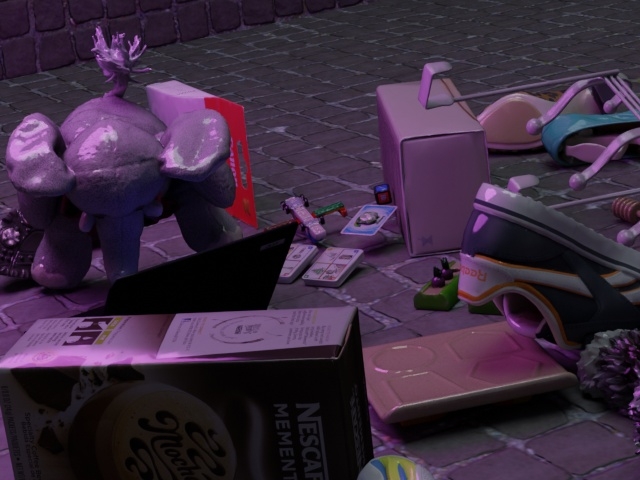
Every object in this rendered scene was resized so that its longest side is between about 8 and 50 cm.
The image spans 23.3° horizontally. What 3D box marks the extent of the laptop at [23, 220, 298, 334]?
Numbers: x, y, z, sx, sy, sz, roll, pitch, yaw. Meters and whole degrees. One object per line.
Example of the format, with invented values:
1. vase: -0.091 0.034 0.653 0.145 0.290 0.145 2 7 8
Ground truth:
1. laptop: -0.185 0.048 1.747 0.234 0.136 0.264 -18 21 -31

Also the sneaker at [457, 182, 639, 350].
1. sneaker: 0.265 0.052 1.568 0.321 0.127 0.126 21 0 -28

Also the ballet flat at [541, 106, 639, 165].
1. ballet flat: 0.442 -0.143 2.224 0.247 0.083 0.087 -5 42 6

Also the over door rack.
1. over door rack: 0.289 -0.103 1.843 0.324 0.108 0.239 -2 41 -31

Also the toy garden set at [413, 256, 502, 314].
1. toy garden set: 0.256 0.028 1.789 0.244 0.049 0.204 3 20 27

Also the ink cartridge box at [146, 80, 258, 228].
1. ink cartridge box: -0.168 -0.118 2.176 0.056 0.181 0.225 -16 22 -24

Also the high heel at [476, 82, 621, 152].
1. high heel: 0.338 -0.182 2.405 0.261 0.093 0.186 -18 -5 4

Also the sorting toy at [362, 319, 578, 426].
1. sorting toy: 0.132 0.134 1.542 0.193 0.038 0.208 -10 14 -10

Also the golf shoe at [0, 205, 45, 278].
1. golf shoe: -0.369 -0.006 2.084 0.120 0.105 0.273 -22 7 34

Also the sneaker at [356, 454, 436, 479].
1. sneaker: 0.043 0.238 1.159 0.126 0.091 0.240 -13 20 -15

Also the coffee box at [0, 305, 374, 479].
1. coffee box: -0.110 0.157 1.337 0.297 0.168 0.119 -4 18 11

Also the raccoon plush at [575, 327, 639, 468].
1. raccoon plush: 0.318 0.059 1.270 0.216 0.299 0.446 -18 21 -29

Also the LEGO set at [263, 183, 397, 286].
1. LEGO set: 0.000 0.000 2.001 0.183 0.060 0.244 4 33 29

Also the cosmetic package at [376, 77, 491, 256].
1. cosmetic package: 0.147 -0.104 2.057 0.113 0.160 0.309 -7 19 -2

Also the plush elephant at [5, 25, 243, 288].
1. plush elephant: -0.235 -0.064 1.826 0.272 0.330 0.255 -4 23 -1

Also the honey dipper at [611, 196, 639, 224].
1. honey dipper: 0.422 -0.022 1.919 0.030 0.030 0.161 -16 24 -25
